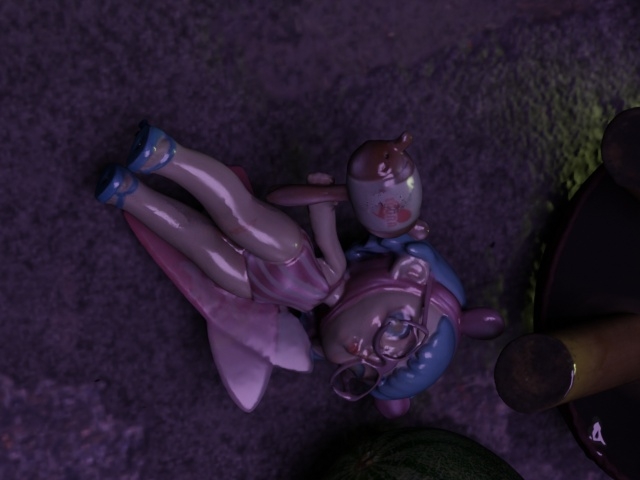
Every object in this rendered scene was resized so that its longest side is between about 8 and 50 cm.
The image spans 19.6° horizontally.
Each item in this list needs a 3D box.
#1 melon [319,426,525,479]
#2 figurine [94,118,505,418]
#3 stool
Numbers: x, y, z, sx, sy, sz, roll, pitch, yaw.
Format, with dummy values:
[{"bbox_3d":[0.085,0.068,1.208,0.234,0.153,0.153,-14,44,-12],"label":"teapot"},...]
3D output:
[{"bbox_3d":[0.086,0.255,1.190,0.182,0.182,0.288,-24,112,-14],"label":"melon"},{"bbox_3d":[-0.004,-0.003,1.123,0.260,0.103,0.205,32,116,-21],"label":"figurine"},{"bbox_3d":[0.249,0.046,1.136,0.272,0.178,0.272,0,89,19],"label":"stool"}]
